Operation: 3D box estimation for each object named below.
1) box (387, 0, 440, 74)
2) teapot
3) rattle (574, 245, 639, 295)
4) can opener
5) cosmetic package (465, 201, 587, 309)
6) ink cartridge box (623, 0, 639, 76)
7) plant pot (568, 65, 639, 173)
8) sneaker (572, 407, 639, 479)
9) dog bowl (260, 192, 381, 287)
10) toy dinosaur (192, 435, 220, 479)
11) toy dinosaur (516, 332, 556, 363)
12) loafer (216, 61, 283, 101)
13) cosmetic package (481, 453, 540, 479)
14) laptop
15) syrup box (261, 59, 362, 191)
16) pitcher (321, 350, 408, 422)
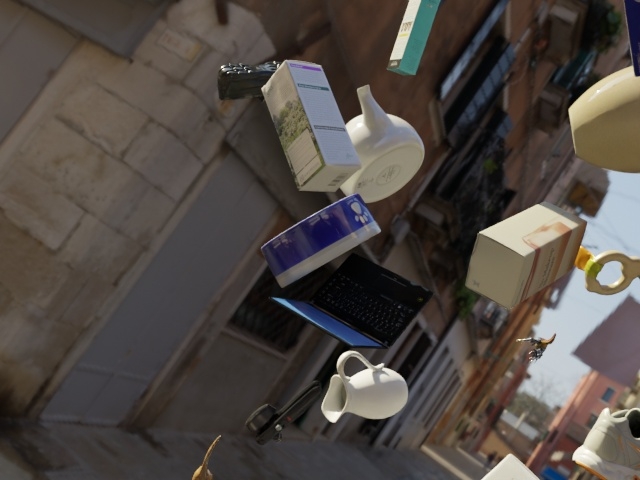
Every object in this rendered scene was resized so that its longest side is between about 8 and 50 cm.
[{"bbox_3d":[0.278,-0.617,2.093,0.060,0.244,0.100,16,8,-18],"label":"box"},{"bbox_3d":[0.124,-0.228,1.778,0.252,0.256,0.187,11,40,-53],"label":"teapot"},{"bbox_3d":[0.774,0.067,1.840,0.143,0.200,0.130,-108,-173,-81],"label":"rattle"},{"bbox_3d":[-0.069,0.357,1.457,0.073,0.186,0.059,48,14,-24],"label":"can opener"},{"bbox_3d":[0.489,0.029,1.665,0.129,0.296,0.153,32,-51,35],"label":"cosmetic package"},{"bbox_3d":[0.728,-0.404,1.217,0.371,0.175,0.069,-9,3,8],"label":"ink cartridge box"},{"bbox_3d":[0.761,-0.300,1.852,0.191,0.284,0.284,-10,-26,20],"label":"plant pot"},{"bbox_3d":[0.533,0.343,1.175,0.262,0.121,0.099,18,6,-40],"label":"sneaker"},{"bbox_3d":[0.000,0.000,1.610,0.104,0.265,0.265,60,-6,1],"label":"dog bowl"},{"bbox_3d":[-0.242,0.487,1.444,0.064,0.112,0.211,4,-33,-10],"label":"toy dinosaur"},{"bbox_3d":[0.391,0.191,1.243,0.090,0.047,0.082,-20,-14,35],"label":"toy dinosaur"},{"bbox_3d":[-0.125,-0.347,1.556,0.223,0.078,0.076,-10,42,-31],"label":"loafer"},{"bbox_3d":[0.435,0.822,1.733,0.327,0.394,0.329,42,-26,33],"label":"cosmetic package"},{"bbox_3d":[0.069,0.118,1.505,0.234,0.264,0.136,27,-30,33],"label":"laptop"},{"bbox_3d":[-0.019,-0.216,1.331,0.096,0.093,0.237,-2,64,-40],"label":"syrup box"},{"bbox_3d":[0.118,0.358,1.751,0.207,0.177,0.125,3,13,-33],"label":"pitcher"}]
